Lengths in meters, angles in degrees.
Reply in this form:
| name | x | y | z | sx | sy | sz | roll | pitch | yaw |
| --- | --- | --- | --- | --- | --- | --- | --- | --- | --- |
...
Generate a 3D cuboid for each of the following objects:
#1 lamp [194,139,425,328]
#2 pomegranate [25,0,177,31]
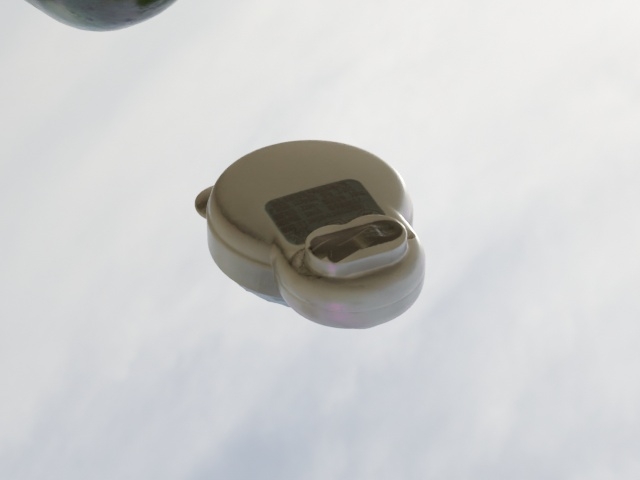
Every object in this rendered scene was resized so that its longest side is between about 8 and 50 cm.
| name | x | y | z | sx | sy | sz | roll | pitch | yaw |
| --- | --- | --- | --- | --- | --- | --- | --- | --- | --- |
| lamp | 0.001 | 0.003 | 1.092 | 0.180 | 0.108 | 0.246 | -19 | -145 | -16 |
| pomegranate | -0.164 | -0.277 | 1.010 | 0.187 | 0.187 | 0.225 | -10 | -133 | 47 |
